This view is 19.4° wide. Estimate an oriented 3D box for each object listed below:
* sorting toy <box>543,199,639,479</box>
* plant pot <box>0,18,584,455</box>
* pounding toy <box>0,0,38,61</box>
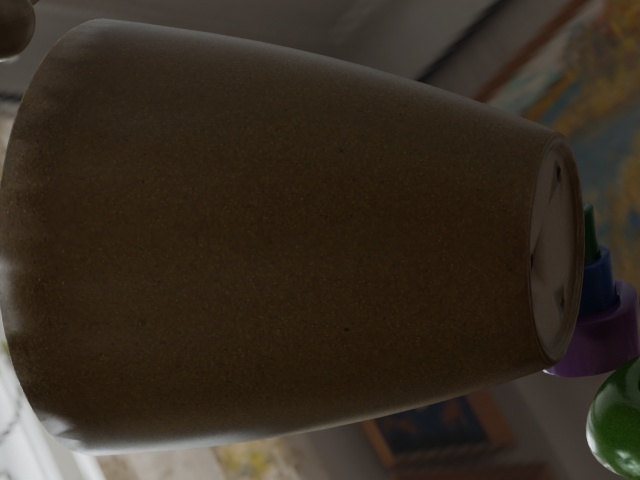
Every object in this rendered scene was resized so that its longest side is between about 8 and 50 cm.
[{"bbox_3d":[0.199,0.050,0.922,0.127,0.365,0.126,-19,-67,-16],"label":"sorting toy"},{"bbox_3d":[0.000,0.000,0.973,0.254,0.237,0.237,1,-16,22],"label":"plant pot"},{"bbox_3d":[-0.304,-0.168,1.219,0.110,0.237,0.183,-61,10,11],"label":"pounding toy"}]
